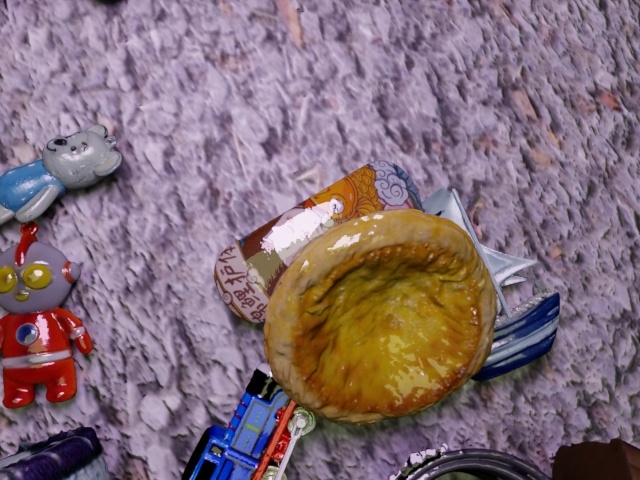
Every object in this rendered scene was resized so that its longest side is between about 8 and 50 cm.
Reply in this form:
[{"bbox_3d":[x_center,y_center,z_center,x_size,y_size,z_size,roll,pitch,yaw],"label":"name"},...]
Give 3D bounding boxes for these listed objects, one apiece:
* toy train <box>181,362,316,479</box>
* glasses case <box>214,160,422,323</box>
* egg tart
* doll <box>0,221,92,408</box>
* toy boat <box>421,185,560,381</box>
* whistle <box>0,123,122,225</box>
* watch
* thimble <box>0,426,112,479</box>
[{"bbox_3d":[-0.089,0.267,0.685,0.131,0.083,0.204,27,81,-2],"label":"toy train"},{"bbox_3d":[0.000,0.000,0.724,0.321,0.082,0.122,-32,94,-9],"label":"glasses case"},{"bbox_3d":[0.075,0.095,0.655,0.319,0.128,0.318,-6,111,-15],"label":"egg tart"},{"bbox_3d":[-0.381,0.095,0.672,0.142,0.076,0.245,-4,89,-8],"label":"doll"},{"bbox_3d":[0.252,0.063,0.755,0.210,0.070,0.291,1,82,-2],"label":"toy boat"},{"bbox_3d":[-0.385,-0.081,0.687,0.236,0.077,0.114,-33,57,-8],"label":"whistle"},{"bbox_3d":[0.220,0.397,0.639,0.327,0.314,0.335,14,67,5],"label":"watch"},{"bbox_3d":[-0.350,0.320,0.568,0.237,0.237,0.150,-24,86,-9],"label":"thimble"}]
